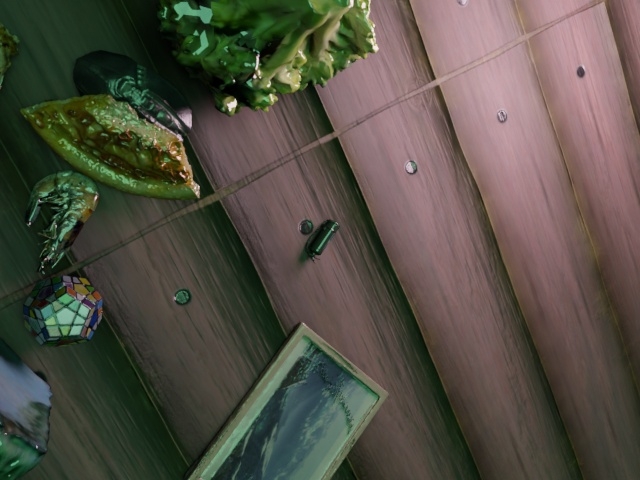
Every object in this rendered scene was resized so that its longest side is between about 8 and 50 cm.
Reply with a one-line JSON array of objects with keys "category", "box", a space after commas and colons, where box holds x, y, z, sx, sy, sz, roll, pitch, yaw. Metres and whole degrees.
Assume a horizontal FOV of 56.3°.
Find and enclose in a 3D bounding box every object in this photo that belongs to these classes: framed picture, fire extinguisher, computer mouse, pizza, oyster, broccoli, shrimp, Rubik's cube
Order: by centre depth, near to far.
[{"category": "oyster", "box": [-0.473, -0.244, 0.830, 0.086, 0.029, 0.132, 34, 83, -18]}, {"category": "Rubik's cube", "box": [-0.374, 0.103, 0.871, 0.111, 0.093, 0.111, -3, 97, -24]}, {"category": "broccoli", "box": [-0.062, -0.325, 0.878, 0.348, 0.281, 0.293, 17, 86, -25]}, {"category": "pizza", "box": [-0.295, -0.134, 0.881, 0.271, 0.134, 0.056, 36, 34, -29]}, {"category": "shrimp", "box": [-0.396, -0.031, 0.888, 0.091, 0.034, 0.161, 25, 77, -13]}, {"category": "computer mouse", "box": [-0.281, -0.215, 0.905, 0.192, 0.062, 0.105, 35, 80, -22]}, {"category": "fire extinguisher", "box": [0.000, 0.000, 1.080, 0.038, 0.025, 0.083, 30, 79, 14]}, {"category": "framed picture", "box": [-0.049, 0.351, 1.088, 0.247, 0.022, 0.335, 43, 76, -22]}]

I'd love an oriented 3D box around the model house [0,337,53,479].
[{"category": "model house", "box": [-0.567, 0.202, 0.685, 0.339, 0.297, 0.360, -39, 110, -14]}]
